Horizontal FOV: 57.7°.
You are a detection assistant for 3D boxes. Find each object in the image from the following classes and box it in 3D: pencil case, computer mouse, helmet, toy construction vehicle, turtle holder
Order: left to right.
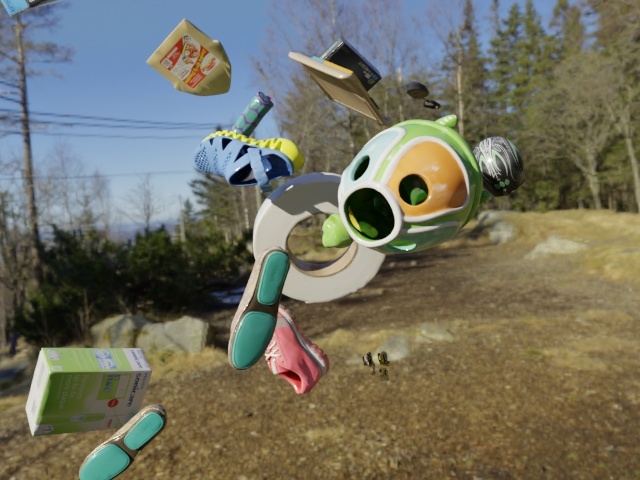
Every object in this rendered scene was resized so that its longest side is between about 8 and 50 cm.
[{"bbox_3d":[-0.208,-0.378,1.774,0.152,0.064,0.070,-47,-1,24],"label":"pencil case"},{"bbox_3d":[0.175,0.371,1.750,0.085,0.098,0.035,1,26,38],"label":"toy construction vehicle"},{"bbox_3d":[0.130,-0.091,1.095,0.320,0.244,0.227,9,31,42],"label":"turtle holder"},{"bbox_3d":[0.382,-0.536,2.135,0.071,0.041,0.242,-6,-11,31],"label":"computer mouse"},{"bbox_3d":[0.541,-0.234,1.786,0.169,0.162,0.169,-30,21,13],"label":"helmet"}]

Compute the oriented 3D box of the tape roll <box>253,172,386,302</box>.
[{"bbox_3d":[0.000,0.000,1.656,0.391,0.392,0.072,-5,27,-5],"label":"tape roll"}]

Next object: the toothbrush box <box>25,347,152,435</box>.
[{"bbox_3d":[-0.650,0.420,1.637,0.283,0.206,0.122,9,20,-40],"label":"toothbrush box"}]

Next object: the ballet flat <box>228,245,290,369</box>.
[{"bbox_3d":[-0.156,0.164,1.448,0.107,0.316,0.106,23,-2,-26],"label":"ballet flat"}]

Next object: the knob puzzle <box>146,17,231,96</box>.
[{"bbox_3d":[-0.305,-0.439,1.451,0.213,0.030,0.213,4,-41,4],"label":"knob puzzle"}]

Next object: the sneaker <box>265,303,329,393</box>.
[{"bbox_3d":[-0.106,0.295,1.605,0.116,0.314,0.136,-32,15,46],"label":"sneaker"}]

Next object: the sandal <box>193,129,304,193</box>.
[{"bbox_3d":[-0.205,-0.195,1.483,0.317,0.126,0.138,6,50,30],"label":"sandal"}]

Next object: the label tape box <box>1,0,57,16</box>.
[{"bbox_3d":[-0.754,-0.805,1.599,0.347,0.249,0.115,-19,20,14],"label":"label tape box"}]

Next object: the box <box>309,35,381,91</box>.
[{"bbox_3d":[0.093,-0.642,2.235,0.183,0.059,0.232,-37,-49,25],"label":"box"}]

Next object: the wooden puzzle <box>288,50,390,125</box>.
[{"bbox_3d":[0.055,-0.391,1.470,0.221,0.044,0.238,36,3,38],"label":"wooden puzzle"}]

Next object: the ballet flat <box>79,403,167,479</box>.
[{"bbox_3d":[-0.380,0.399,1.143,0.206,0.073,0.067,-38,7,-1],"label":"ballet flat"}]
